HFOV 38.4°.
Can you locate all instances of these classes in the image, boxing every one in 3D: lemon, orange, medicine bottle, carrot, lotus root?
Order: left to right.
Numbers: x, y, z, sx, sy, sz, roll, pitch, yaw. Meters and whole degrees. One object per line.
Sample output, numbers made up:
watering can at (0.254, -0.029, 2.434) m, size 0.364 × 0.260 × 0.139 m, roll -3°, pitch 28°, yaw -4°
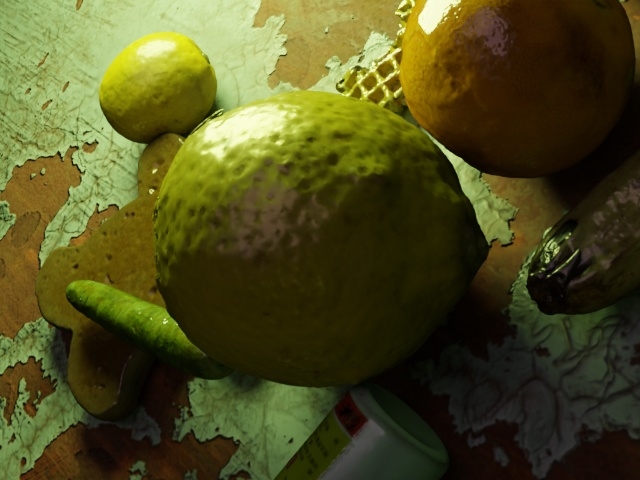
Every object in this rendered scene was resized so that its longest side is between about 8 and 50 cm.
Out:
carrot at (-0.246, 0.113, 1.258) m, size 0.359 × 0.074 × 0.074 m, roll 15°, pitch 79°, yaw 40°
lemon at (-0.258, -0.237, 1.456) m, size 0.207 × 0.170 × 0.170 m, roll -32°, pitch 54°, yaw 24°
lemon at (0.000, 0.000, 1.034) m, size 0.387 × 0.350 × 0.349 m, roll 0°, pitch 69°, yaw 22°
medicine bottle at (0.025, 0.280, 1.018) m, size 0.225 × 0.139 × 0.139 m, roll -51°, pitch 49°, yaw 6°
orange at (0.217, -0.197, 1.018) m, size 0.261 × 0.261 × 0.261 m, roll -16°, pitch 61°, yaw 31°
lotus root at (0.323, -0.015, 0.962) m, size 0.258 × 0.097 × 0.110 m, roll -43°, pitch 57°, yaw 4°

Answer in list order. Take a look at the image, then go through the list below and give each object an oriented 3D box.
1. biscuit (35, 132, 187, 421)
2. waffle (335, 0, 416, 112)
biscuit at (-0.248, 0.061, 1.373) m, size 0.394 × 0.076 × 0.368 m, roll -45°, pitch 54°, yaw 15°
waffle at (0.108, -0.255, 1.263) m, size 0.149 × 0.051 × 0.194 m, roll 30°, pitch 90°, yaw 40°
